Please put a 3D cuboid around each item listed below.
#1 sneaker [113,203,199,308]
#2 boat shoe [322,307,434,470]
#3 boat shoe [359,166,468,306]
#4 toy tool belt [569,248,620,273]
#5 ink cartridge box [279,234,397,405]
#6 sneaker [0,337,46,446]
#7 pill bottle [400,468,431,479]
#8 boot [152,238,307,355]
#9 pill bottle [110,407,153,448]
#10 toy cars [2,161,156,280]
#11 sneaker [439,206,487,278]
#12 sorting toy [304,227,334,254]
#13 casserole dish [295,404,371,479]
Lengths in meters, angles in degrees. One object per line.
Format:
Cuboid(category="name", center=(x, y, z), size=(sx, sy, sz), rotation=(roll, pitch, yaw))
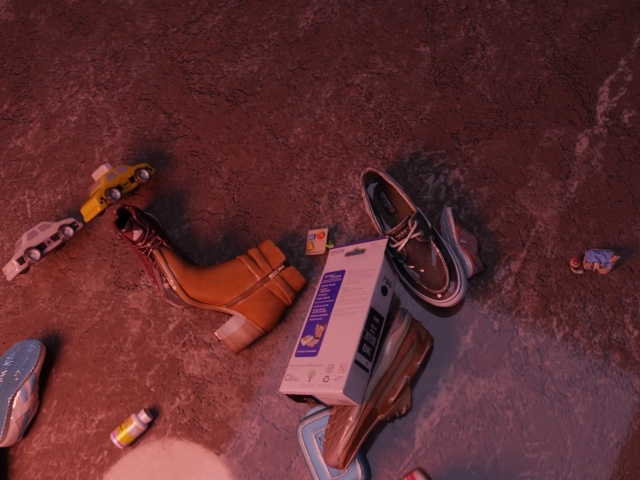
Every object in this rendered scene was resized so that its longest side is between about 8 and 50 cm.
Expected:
Cuboid(category="sneaker", center=(-0.363, 0.027, 1.281), size=(0.106, 0.162, 0.281), rotation=(-43, 69, -6))
Cuboid(category="boat shoe", center=(0.117, 0.286, 1.120), size=(0.116, 0.123, 0.324), rotation=(34, 75, -9))
Cuboid(category="boat shoe", center=(0.168, -0.009, 1.211), size=(0.121, 0.119, 0.335), rotation=(-40, 63, 11))
Cuboid(category="toy tool belt", center=(0.538, 0.038, 1.174), size=(0.083, 0.051, 0.052), rotation=(0, 71, 11))
Cuboid(category="ink cartridge box", center=(0.046, 0.150, 1.152), size=(0.165, 0.065, 0.332), rotation=(-12, 48, 44))
Cuboid(category="sneaker", center=(-0.641, 0.319, 1.267), size=(0.087, 0.092, 0.228), rotation=(14, 76, 16))
Cuboid(category="pill bottle", center=(0.102, 0.538, 1.020), size=(0.283, 0.160, 0.160), rotation=(-34, 69, -2))
Cuboid(category="boot", center=(-0.183, 0.067, 1.232), size=(0.283, 0.109, 0.220), rotation=(46, 76, -1))
Cuboid(category="pill bottle", center=(-0.385, 0.383, 1.225), size=(0.083, 0.043, 0.043), rotation=(-42, 69, -6))
Cuboid(category="toy cars", center=(-0.549, -0.064, 1.335), size=(0.394, 0.176, 0.087), rotation=(-38, 101, -5))
Cuboid(category="sneaker", center=(0.297, 0.002, 1.237), size=(0.065, 0.061, 0.158), rotation=(-11, 72, -17))
Cuboid(category="sorting toy", center=(0.000, 0.000, 1.285), size=(0.083, 0.012, 0.062), rotation=(-7, 64, 42))
Cuboid(category="casserole dish", center=(0.021, 0.407, 1.147), size=(0.114, 0.037, 0.188), rotation=(-25, 68, 0))
